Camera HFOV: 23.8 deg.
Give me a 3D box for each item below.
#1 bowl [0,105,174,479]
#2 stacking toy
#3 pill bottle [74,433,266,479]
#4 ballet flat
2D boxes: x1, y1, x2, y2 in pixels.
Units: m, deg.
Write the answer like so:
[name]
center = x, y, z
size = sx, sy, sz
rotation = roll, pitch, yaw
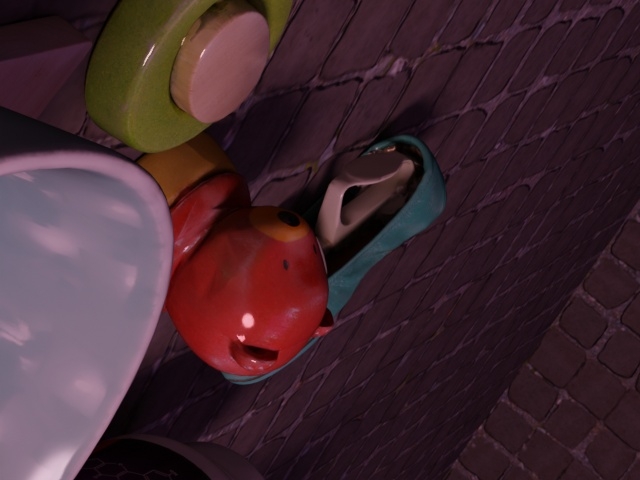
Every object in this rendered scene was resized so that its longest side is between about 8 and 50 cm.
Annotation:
[bowl]
center = -0.210, 0.050, 0.479
size = 0.311, 0.163, 0.311
rotation = -45, 162, -19
[stacking toy]
center = -0.087, 0.003, 0.767
size = 0.309, 0.130, 0.279
rotation = -34, 157, -46
[pill bottle]
center = -0.156, 0.238, 1.002
size = 0.181, 0.181, 0.323
rotation = -58, 163, 25
[ballet flat]
center = 0.000, 0.000, 1.118
size = 0.247, 0.083, 0.087
rotation = -42, 137, -29
